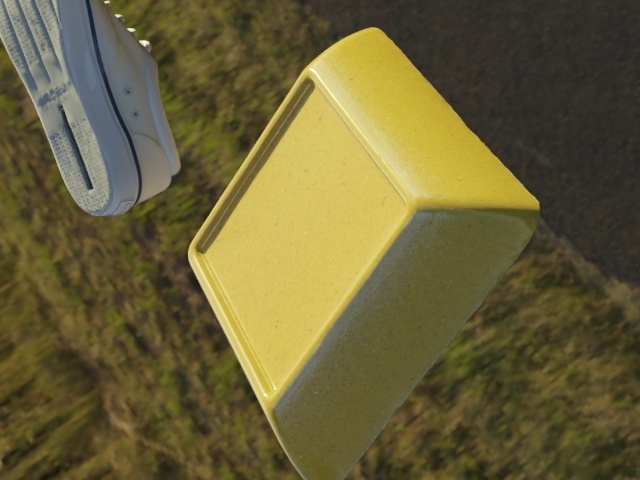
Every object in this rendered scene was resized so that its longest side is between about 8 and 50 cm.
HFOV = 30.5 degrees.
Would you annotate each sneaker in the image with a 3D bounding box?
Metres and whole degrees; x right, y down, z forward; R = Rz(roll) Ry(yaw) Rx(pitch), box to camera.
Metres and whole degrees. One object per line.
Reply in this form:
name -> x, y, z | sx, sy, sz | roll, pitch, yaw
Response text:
sneaker -> -0.183, -0.148, 0.921 | 0.094, 0.091, 0.258 | -9, 100, 41

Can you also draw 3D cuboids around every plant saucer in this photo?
plant saucer -> 0.000, 0.000, 1.072 | 0.081, 0.333, 0.332 | 18, -154, -37
